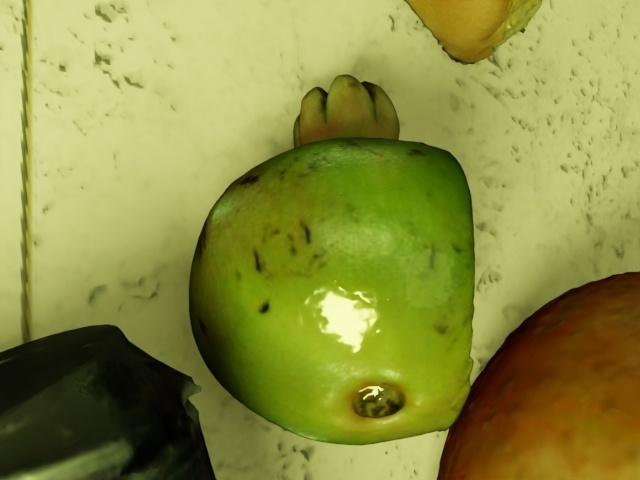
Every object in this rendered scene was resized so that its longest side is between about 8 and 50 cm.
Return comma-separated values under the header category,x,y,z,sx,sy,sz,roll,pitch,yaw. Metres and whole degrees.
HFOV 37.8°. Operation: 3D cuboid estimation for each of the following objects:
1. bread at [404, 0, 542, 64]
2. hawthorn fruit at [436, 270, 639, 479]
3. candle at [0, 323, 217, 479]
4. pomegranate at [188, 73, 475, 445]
category,x,y,z,sx,sy,sz,roll,pitch,yaw
bread,0.102,-0.242,0.719,0.160,0.169,0.140,37,62,20
hawthorn fruit,0.278,0.216,0.608,0.403,0.403,0.402,2,86,-31
candle,-0.130,0.230,0.457,0.221,0.221,0.342,-21,99,-30
pomegranate,0.001,0.003,0.573,0.159,0.190,0.240,3,86,-6
